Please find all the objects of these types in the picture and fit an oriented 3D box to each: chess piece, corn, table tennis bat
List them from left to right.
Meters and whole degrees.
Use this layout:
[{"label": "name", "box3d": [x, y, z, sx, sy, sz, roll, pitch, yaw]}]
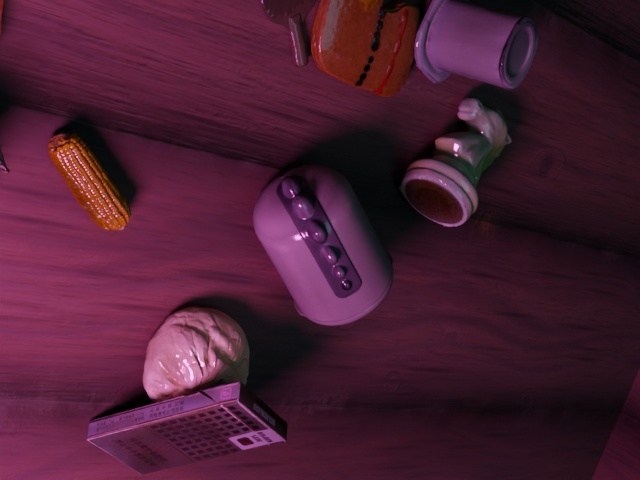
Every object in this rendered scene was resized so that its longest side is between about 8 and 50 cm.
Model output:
[{"label": "corn", "box3d": [-0.375, -0.092, 1.644, 0.068, 0.068, 0.207, -44, 132, -17]}, {"label": "table tennis bat", "box3d": [-0.052, -0.423, 1.804, 0.131, 0.022, 0.234, -29, 126, -30]}, {"label": "chess piece", "box3d": [0.313, -0.188, 2.185, 0.298, 0.175, 0.176, -54, 138, -26]}]

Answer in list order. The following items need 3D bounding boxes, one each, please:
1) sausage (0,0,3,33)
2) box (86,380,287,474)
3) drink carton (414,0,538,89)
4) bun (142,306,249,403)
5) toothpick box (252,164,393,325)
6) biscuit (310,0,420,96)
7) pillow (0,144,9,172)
[{"label": "sausage", "box3d": [-0.476, -0.344, 1.423, 0.065, 0.065, 0.169, -4, 113, -41]}, {"label": "box", "box3d": [-0.244, 0.350, 1.853, 0.324, 0.047, 0.180, -18, 139, 20]}, {"label": "drink carton", "box3d": [0.319, -0.390, 2.019, 0.191, 0.189, 0.185, -63, 151, -5]}, {"label": "bun", "box3d": [-0.226, 0.244, 1.901, 0.229, 0.145, 0.229, -18, 124, -28]}, {"label": "toothpick box", "box3d": [0.000, 0.000, 1.918, 0.229, 0.229, 0.316, -44, 134, -17]}, {"label": "biscuit", "box3d": [0.106, -0.419, 1.925, 0.277, 0.052, 0.262, 16, 99, -46]}, {"label": "pillow", "box3d": [-0.538, -0.182, 1.399, 0.049, 0.135, 0.248, -46, 137, 12]}]
